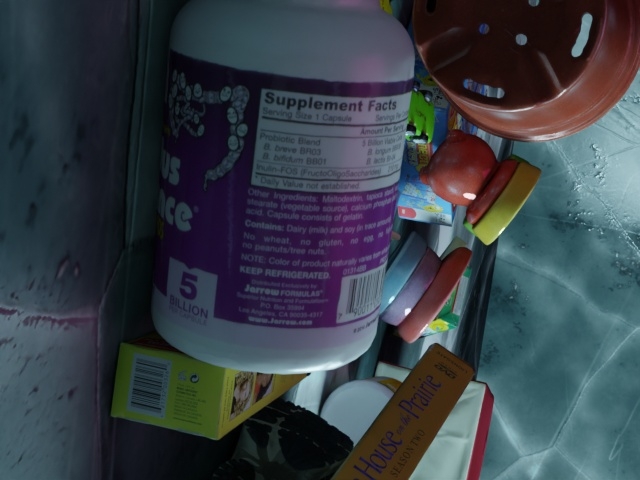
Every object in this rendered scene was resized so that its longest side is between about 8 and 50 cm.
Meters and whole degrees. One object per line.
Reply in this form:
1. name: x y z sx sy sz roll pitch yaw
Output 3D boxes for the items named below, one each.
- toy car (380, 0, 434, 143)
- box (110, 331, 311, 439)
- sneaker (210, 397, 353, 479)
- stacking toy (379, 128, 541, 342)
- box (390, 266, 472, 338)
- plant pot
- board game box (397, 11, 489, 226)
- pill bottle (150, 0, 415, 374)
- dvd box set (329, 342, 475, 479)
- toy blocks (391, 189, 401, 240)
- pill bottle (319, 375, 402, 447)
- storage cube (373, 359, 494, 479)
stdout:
1. toy car: 0.068 -0.153 1.181 0.225 0.053 0.239 23 71 -63
2. box: -0.075 0.096 0.857 0.232 0.087 0.058 -15 114 -73
3. sneaker: -0.059 0.248 1.053 0.122 0.110 0.283 -65 168 20
4. stacking toy: 0.165 -0.028 1.518 0.309 0.130 0.279 -55 180 20
5. box: 0.172 0.101 1.741 0.179 0.043 0.105 -26 -136 63
6. plant pot: 0.228 -0.243 1.228 0.265 0.272 0.272 -22 122 -72
7. board game box: 0.182 -0.227 1.591 0.308 0.086 0.301 74 30 -61
8. pill bottle: -0.026 -0.075 0.749 0.169 0.169 0.301 -39 138 -68
9. dvd box set: 0.000 0.305 1.027 0.307 0.062 0.420 -63 168 28
10. toy blocks: 0.031 0.010 1.131 0.123 0.054 0.148 16 -96 65
11. pill bottle: 0.076 0.245 1.480 0.208 0.118 0.117 20 81 -76
12. storage cube: 0.174 0.316 1.775 0.193 0.184 0.215 50 53 -71
